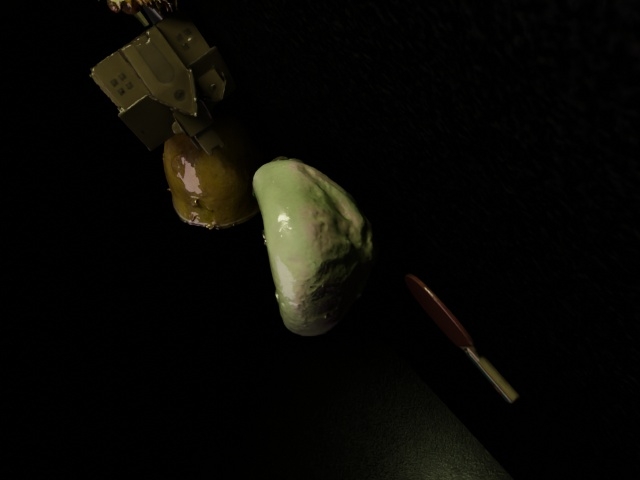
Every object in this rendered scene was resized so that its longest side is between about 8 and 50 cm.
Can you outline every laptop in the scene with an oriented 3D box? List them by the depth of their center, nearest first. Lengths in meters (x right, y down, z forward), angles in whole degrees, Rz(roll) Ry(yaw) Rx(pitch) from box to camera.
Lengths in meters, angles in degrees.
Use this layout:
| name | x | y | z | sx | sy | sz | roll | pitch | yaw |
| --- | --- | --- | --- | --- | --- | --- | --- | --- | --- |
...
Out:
| name | x | y | z | sx | sy | sz | roll | pitch | yaw |
| --- | --- | --- | --- | --- | --- | --- | --- | --- | --- |
| laptop | -0.379 | -0.510 | 1.240 | 0.187 | 0.015 | 0.269 | 49 | 175 | 14 |

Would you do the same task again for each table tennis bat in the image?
| name | x | y | z | sx | sy | sz | roll | pitch | yaw |
| --- | --- | --- | --- | --- | --- | --- | --- | --- | --- |
| table tennis bat | 0.238 | 0.164 | 0.862 | 0.274 | 0.021 | 0.154 | 50 | 175 | 12 |

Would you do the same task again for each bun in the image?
| name | x | y | z | sx | sy | sz | roll | pitch | yaw |
| --- | --- | --- | --- | --- | --- | --- | --- | --- | --- |
| bun | 0.000 | 0.000 | 0.827 | 0.293 | 0.187 | 0.292 | 166 | 90 | -82 |

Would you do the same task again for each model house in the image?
| name | x | y | z | sx | sy | sz | roll | pitch | yaw |
| --- | --- | --- | --- | --- | --- | --- | --- | --- | --- |
| model house | -0.258 | -0.259 | 0.910 | 0.243 | 0.211 | 0.204 | 55 | 175 | -30 |

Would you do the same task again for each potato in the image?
| name | x | y | z | sx | sy | sz | roll | pitch | yaw |
| --- | --- | --- | --- | --- | --- | --- | --- | --- | --- |
| potato | -0.248 | -0.239 | 1.263 | 0.397 | 0.290 | 0.295 | -76 | -10 | -50 |

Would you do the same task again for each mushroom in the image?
| name | x | y | z | sx | sy | sz | roll | pitch | yaw |
| --- | --- | --- | --- | --- | --- | --- | --- | --- | --- |
| mushroom | -0.421 | -0.528 | 1.083 | 0.088 | 0.073 | 0.129 | 123 | 145 | -46 |

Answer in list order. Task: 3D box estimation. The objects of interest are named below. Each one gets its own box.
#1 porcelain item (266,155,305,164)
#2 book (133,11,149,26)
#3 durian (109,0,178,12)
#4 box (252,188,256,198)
| name | x | y | z | sx | sy | sz | roll | pitch | yaw |
| --- | --- | --- | --- | --- | --- | --- | --- | --- | --- |
| porcelain item | -0.049 | -0.126 | 0.995 | 0.081 | 0.069 | 0.216 | 56 | 168 | -19 |
| book | -0.614 | -0.764 | 1.377 | 0.228 | 0.018 | 0.322 | 46 | 174 | 30 |
| durian | -0.316 | -0.442 | 0.737 | 0.139 | 0.144 | 0.252 | 7 | 137 | 50 |
| box | -0.057 | -0.080 | 1.096 | 0.132 | 0.034 | 0.235 | 4 | -164 | -23 |
